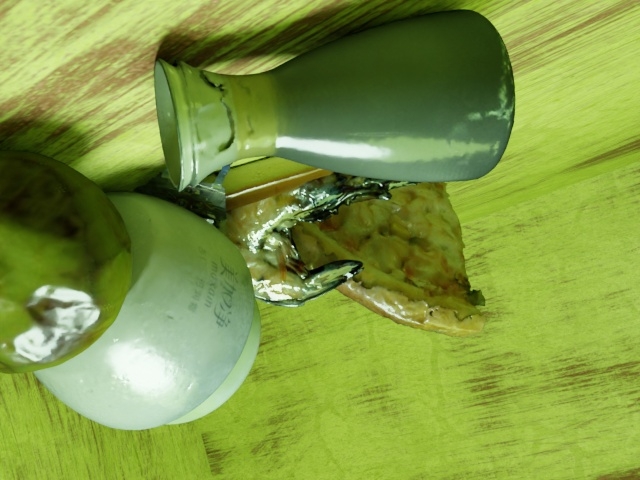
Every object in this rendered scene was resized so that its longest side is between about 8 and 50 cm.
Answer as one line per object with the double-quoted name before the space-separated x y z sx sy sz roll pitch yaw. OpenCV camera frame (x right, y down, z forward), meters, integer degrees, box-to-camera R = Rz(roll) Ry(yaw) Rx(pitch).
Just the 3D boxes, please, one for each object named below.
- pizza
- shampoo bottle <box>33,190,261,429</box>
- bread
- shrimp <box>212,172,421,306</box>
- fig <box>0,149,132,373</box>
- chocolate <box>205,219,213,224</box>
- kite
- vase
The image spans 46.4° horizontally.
"pizza" 0.148 0.028 1.377 0.435 0.391 0.080 -17 150 -31
"shampoo bottle" -0.260 0.098 1.060 0.323 0.322 0.317 -19 143 19
"bread" -0.087 -0.093 1.151 0.226 0.049 0.088 -16 171 -3
"shrimp" -0.001 -0.019 1.245 0.365 0.233 0.071 -17 -168 -1
"fig" -0.324 0.018 0.804 0.240 0.239 0.271 -16 -170 -7
"chocolate" -0.191 0.034 1.508 0.221 0.147 0.221 -21 174 -2
"kite" -0.176 -0.078 1.017 0.141 0.015 0.245 14 158 -16
"vase" 0.009 -0.130 0.724 0.321 0.173 0.173 -7 170 -17
